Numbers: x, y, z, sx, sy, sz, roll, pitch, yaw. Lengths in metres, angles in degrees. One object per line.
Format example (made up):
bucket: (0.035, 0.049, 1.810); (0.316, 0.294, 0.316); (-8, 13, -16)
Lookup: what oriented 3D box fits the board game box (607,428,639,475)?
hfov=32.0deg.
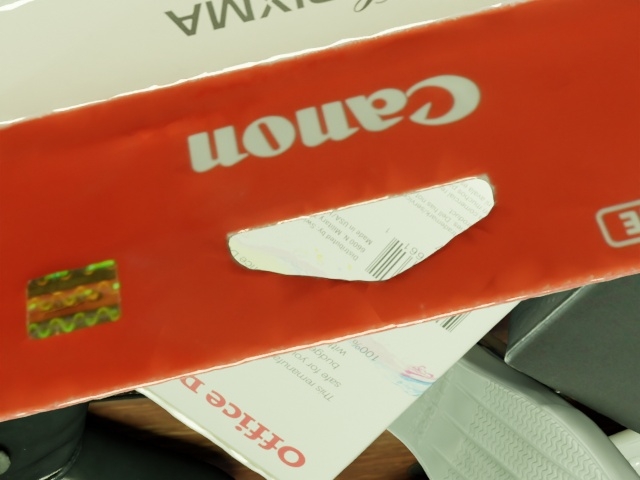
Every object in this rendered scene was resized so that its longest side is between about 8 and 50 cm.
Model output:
board game box: (0.233, 0.238, 0.868); (0.390, 0.050, 0.390); (-28, 136, 24)

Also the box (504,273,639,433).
box: (0.248, 0.028, 0.538); (0.270, 0.143, 0.165); (28, 134, -10)

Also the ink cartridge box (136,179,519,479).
ink cartridge box: (0.000, 0.000, 0.519); (0.154, 0.093, 0.212); (36, 121, -6)

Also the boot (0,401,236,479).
boot: (-0.142, 0.116, 0.641); (0.246, 0.094, 0.207); (9, 137, -13)

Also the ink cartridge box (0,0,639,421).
ink cartridge box: (-0.007, -0.082, 0.361); (0.275, 0.239, 0.060); (-13, 140, 0)

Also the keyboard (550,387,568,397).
keyboard: (0.243, 0.069, 0.731); (0.192, 0.038, 0.100); (-14, 137, -1)

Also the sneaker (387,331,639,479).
sneaker: (0.103, 0.103, 0.579); (0.091, 0.258, 0.094); (11, 115, -39)
